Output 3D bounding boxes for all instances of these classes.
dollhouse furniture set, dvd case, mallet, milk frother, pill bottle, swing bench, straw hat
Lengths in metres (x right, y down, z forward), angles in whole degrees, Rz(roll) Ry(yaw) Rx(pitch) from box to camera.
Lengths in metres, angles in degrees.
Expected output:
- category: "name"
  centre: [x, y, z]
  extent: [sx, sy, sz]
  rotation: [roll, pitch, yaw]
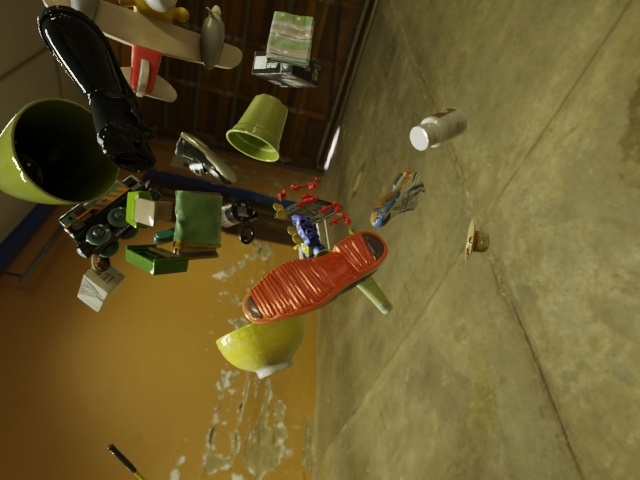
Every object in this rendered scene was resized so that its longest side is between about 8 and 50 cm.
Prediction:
- category: "dollhouse furniture set"
  centre: [-0.354, -0.031, 1.192]
  extent: [0.302, 0.151, 0.197]
  rotation: [-4, -76, -52]
- category: "dvd case"
  centre: [-0.038, -0.107, 1.612]
  extent: [0.165, 0.221, 0.018]
  rotation: [-27, 69, 31]
- category: "mallet"
  centre: [-0.437, 0.550, 1.028]
  extent: [0.062, 0.189, 0.039]
  rotation: [-30, 13, 48]
- category: "milk frother"
  centre: [-0.294, -0.058, 1.516]
  extent: [0.135, 0.129, 0.143]
  rotation: [-12, 56, 53]
- category: "pill bottle"
  centre: [0.493, -0.466, 1.829]
  extent: [0.131, 0.229, 0.131]
  rotation: [43, 149, 34]
- category: "swing bench"
  centre: [-0.017, 0.003, 2.175]
  extent: [0.165, 0.255, 0.253]
  rotation: [-1, -99, -57]
- category: "straw hat"
  centre: [0.508, 0.006, 1.393]
  extent: [0.144, 0.061, 0.144]
  rotation: [9, -90, -78]

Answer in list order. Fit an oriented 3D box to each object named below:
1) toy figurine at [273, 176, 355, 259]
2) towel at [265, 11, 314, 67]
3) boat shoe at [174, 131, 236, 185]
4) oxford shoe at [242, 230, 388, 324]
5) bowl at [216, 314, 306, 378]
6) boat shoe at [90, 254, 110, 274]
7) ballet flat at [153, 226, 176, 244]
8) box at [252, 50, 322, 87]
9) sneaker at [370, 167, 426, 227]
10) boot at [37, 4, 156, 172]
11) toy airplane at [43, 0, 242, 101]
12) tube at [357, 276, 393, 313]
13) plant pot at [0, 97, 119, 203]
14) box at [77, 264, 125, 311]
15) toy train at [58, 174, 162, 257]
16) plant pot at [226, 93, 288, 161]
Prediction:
- category: "toy figurine"
  centre: [0.000, 0.000, 1.435]
  extent: [0.362, 0.191, 0.217]
  rotation: [56, 167, 15]
- category: "towel"
  centre: [-0.077, -0.526, 1.127]
  extent: [0.023, 0.113, 0.151]
  rotation: [116, 161, -73]
- category: "boat shoe"
  centre: [-0.322, -0.213, 1.213]
  extent: [0.079, 0.233, 0.084]
  rotation: [-54, -24, 9]
- category: "oxford shoe"
  centre: [-0.005, 0.108, 1.006]
  extent: [0.130, 0.364, 0.132]
  rotation: [57, 157, 26]
- category: "bowl"
  centre: [-0.161, 0.334, 1.354]
  extent: [0.289, 0.290, 0.155]
  rotation: [123, 127, -68]
- category: "boat shoe"
  centre: [-0.780, 0.031, 1.543]
  extent: [0.177, 0.060, 0.064]
  rotation: [70, -168, 20]
- category: "ballet flat"
  centre: [-0.659, -0.022, 1.954]
  extent: [0.203, 0.074, 0.074]
  rotation: [-20, -45, -47]
- category: "box"
  centre: [-0.112, -0.570, 1.450]
  extent: [0.147, 0.180, 0.077]
  rotation: [2, -79, -54]
- category: "sneaker"
  centre: [0.317, -0.144, 1.702]
  extent: [0.296, 0.131, 0.112]
  rotation: [-51, 23, -17]
- category: "boot"
  centre: [-0.383, -0.257, 0.769]
  extent: [0.207, 0.094, 0.246]
  rotation: [59, 173, 33]
- category: "toy airplane"
  centre: [-0.455, -0.578, 1.165]
  extent: [0.386, 0.384, 0.272]
  rotation: [-42, 8, -32]
- category: "tube"
  centre: [0.241, 0.233, 1.975]
  extent: [0.062, 0.240, 0.070]
  rotation: [-22, 27, 40]
- category: "plant pot"
  centre: [-0.765, -0.213, 1.193]
  extent: [0.275, 0.294, 0.274]
  rotation: [19, -113, -56]
- category: "box"
  centre: [-0.844, 0.177, 1.666]
  extent: [0.275, 0.113, 0.094]
  rotation: [-38, 14, 50]
- category: "toy train"
  centre: [-0.720, -0.090, 1.501]
  extent: [0.334, 0.190, 0.142]
  rotation: [-48, -12, -24]
- category: "plant pot"
  centre: [-0.288, -0.571, 2.156]
  extent: [0.276, 0.276, 0.253]
  rotation: [137, 155, -75]
